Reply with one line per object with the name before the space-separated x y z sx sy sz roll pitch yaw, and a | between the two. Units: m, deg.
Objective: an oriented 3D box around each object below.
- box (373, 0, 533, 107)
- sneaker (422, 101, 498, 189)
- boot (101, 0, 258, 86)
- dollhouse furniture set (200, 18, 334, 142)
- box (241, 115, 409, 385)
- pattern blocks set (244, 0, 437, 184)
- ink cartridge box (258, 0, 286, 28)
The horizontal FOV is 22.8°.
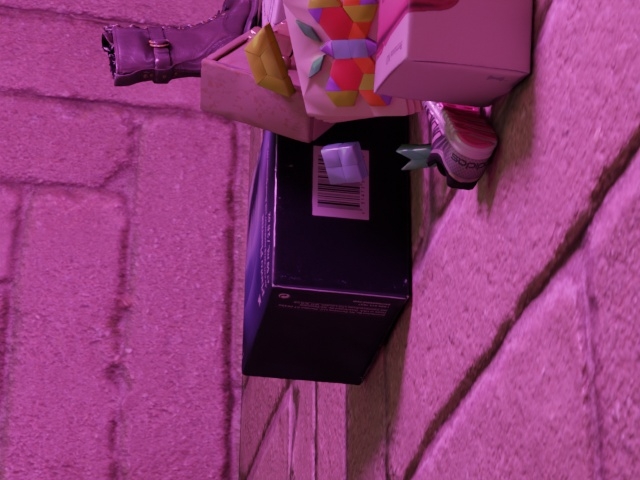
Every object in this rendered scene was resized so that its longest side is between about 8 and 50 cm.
box | 0.133 -0.264 1.574 0.148 0.127 0.232 139 136 -76
sneaker | 0.137 -0.107 1.657 0.170 0.063 0.075 -110 32 -59
boot | -0.203 -0.298 2.313 0.263 0.229 0.091 -101 14 -57
dollhouse furniture set | -0.005 -0.357 1.905 0.256 0.362 0.394 -42 -36 -50
box | 0.000 0.000 2.097 0.294 0.183 0.296 109 164 -61
pattern blocks set | 0.035 -0.218 1.772 0.026 0.285 0.325 -42 -69 -50
ink cartridge box | 0.010 -0.354 2.272 0.171 0.168 0.232 -96 14 -49
